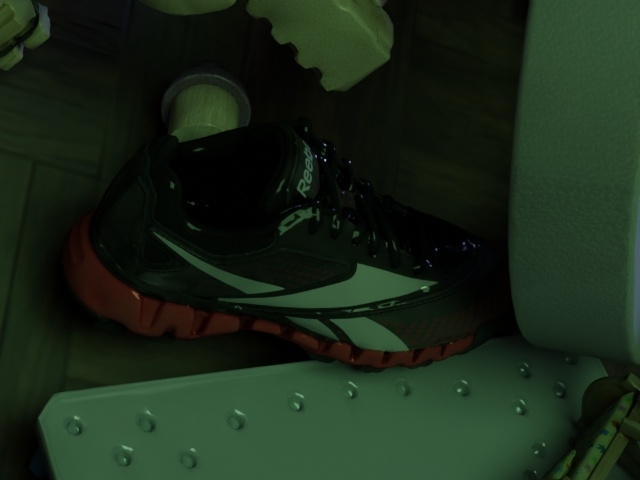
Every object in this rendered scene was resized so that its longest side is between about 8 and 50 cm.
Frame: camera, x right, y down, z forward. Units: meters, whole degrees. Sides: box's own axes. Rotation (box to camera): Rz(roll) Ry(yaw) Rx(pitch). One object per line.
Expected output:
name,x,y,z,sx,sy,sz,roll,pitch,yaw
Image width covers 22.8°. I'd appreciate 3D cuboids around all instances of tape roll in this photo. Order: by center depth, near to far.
tape roll,0.193,-0.119,0.951,0.072,0.392,0.392,10,68,17

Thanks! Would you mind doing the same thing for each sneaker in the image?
sneaker,0.000,0.000,0.900,0.276,0.135,0.097,8,45,-20

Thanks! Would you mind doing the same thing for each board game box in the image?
board game box,0.069,0.243,0.872,0.390,0.050,0.390,-4,58,-33

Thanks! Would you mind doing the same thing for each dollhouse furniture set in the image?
dollhouse furniture set,0.182,0.137,0.873,0.101,0.161,0.182,41,45,4

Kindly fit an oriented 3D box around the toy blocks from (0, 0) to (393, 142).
toy blocks,-0.063,-0.238,0.928,0.288,0.309,0.260,42,28,-28
